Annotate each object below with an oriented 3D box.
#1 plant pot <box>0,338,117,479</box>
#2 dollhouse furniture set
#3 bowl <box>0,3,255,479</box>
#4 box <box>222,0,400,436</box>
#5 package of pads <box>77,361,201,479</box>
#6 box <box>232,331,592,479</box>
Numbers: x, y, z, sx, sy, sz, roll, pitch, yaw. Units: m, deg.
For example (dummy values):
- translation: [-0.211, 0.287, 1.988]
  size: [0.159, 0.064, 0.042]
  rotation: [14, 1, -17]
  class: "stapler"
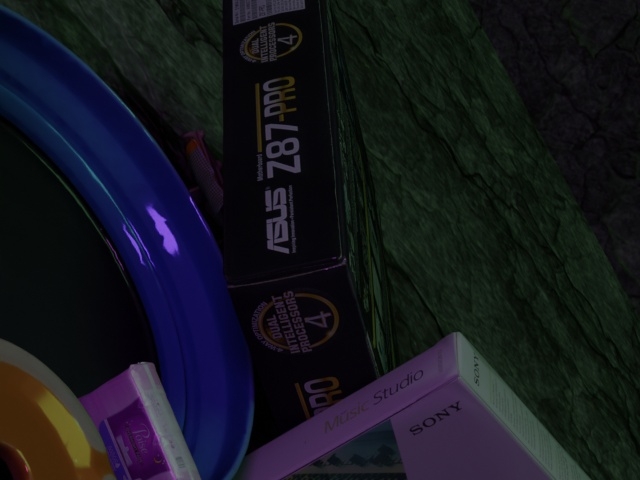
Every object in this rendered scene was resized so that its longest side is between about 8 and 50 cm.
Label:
- translation: [-0.198, 0.139, 0.680]
  size: [0.205, 0.188, 0.205]
  rotation: [45, 25, -29]
  class: "plant pot"
- translation: [-0.091, -0.018, 1.209]
  size: [0.152, 0.058, 0.076]
  rotation: [64, 3, -62]
  class: "dollhouse furniture set"
- translation: [-0.194, 0.014, 1.000]
  size: [0.391, 0.077, 0.391]
  rotation: [45, 26, -29]
  class: "bowl"
- translation: [0.000, 0.000, 1.238]
  size: [0.395, 0.097, 0.318]
  rotation: [-95, 170, -47]
  class: "box"
- translation: [-0.106, 0.117, 0.882]
  size: [0.032, 0.050, 0.083]
  rotation: [8, 53, -62]
  class: "package of pads"
- translation: [0.099, 0.236, 1.119]
  size: [0.322, 0.232, 0.058]
  rotation: [47, 24, -23]
  class: "box"
